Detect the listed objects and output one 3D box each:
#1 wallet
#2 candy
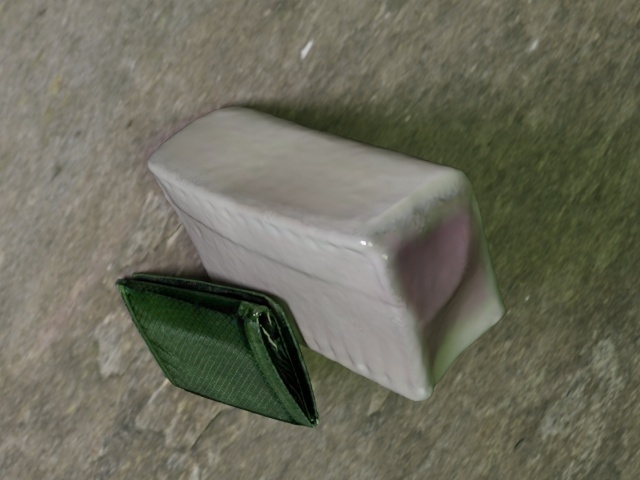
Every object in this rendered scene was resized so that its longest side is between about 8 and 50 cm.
[{"bbox_3d":[-0.110,0.113,1.232,0.055,0.236,0.160,-40,122,-33],"label":"wallet"},{"bbox_3d":[0.000,-0.003,1.157,0.145,0.358,0.208,-41,128,-24],"label":"candy"}]
